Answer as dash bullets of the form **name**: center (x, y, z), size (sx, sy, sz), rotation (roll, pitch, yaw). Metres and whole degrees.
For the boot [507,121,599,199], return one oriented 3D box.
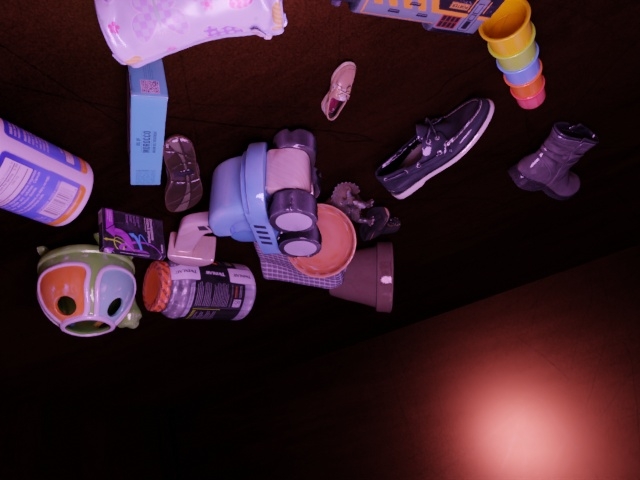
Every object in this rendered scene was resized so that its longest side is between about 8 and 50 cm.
- **boot**: center (0.764, -0.241, 1.397), size (0.338, 0.118, 0.223), rotation (-1, 145, -35)

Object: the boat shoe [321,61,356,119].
- **boat shoe**: center (0.042, -0.309, 0.950), size (0.050, 0.045, 0.135), rotation (-4, 151, -22)

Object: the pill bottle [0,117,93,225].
- **pill bottle**: center (-0.581, -0.138, 0.830), size (0.152, 0.152, 0.272), rotation (-26, 151, 19)

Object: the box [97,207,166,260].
- **box**: center (-0.479, -0.014, 1.159), size (0.029, 0.116, 0.162), rotation (-36, 148, 32)

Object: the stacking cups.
- **stacking cups**: center (0.432, -0.377, 0.970), size (0.096, 0.096, 0.316), rotation (-30, 150, 26)

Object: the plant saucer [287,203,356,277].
- **plant saucer**: center (0.000, 0.000, 1.228), size (0.200, 0.200, 0.037), rotation (-23, 178, 14)

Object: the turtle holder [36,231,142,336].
- **turtle holder**: center (-0.639, 0.150, 1.264), size (0.243, 0.227, 0.320), rotation (-6, 151, -20)

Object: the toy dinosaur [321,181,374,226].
- **toy dinosaur**: center (0.057, -0.084, 1.348), size (0.160, 0.121, 0.313), rotation (23, 152, -25)

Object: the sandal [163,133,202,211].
- **sandal**: center (-0.325, -0.156, 1.044), size (0.090, 0.060, 0.219), rotation (-13, 139, -18)

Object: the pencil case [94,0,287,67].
- **pencil case**: center (-0.188, -0.348, 0.677), size (0.273, 0.113, 0.124), rotation (-13, 131, -2)

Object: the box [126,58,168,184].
- **box**: center (-0.334, -0.218, 0.865), size (0.060, 0.101, 0.244), rotation (-4, 151, -25)

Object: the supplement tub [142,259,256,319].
- **supplement tub**: center (-0.383, 0.155, 1.449), size (0.316, 0.194, 0.193), rotation (11, 143, -42)

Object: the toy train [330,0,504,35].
- **toy train**: center (0.159, -0.425, 0.703), size (0.333, 0.142, 0.190), rotation (-4, 161, -21)

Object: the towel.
- **towel**: center (-0.062, 0.047, 1.385), size (0.283, 0.121, 0.235), rotation (9, 155, 9)

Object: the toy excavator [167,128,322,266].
- **toy excavator**: center (-0.217, -0.067, 1.150), size (0.445, 0.222, 0.433), rotation (-1, 154, 3)

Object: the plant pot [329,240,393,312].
- **plant pot**: center (0.147, 0.131, 1.664), size (0.229, 0.263, 0.263), rotation (1, 153, 4)

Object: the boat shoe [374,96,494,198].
- **boat shoe**: center (0.264, -0.240, 1.126), size (0.113, 0.127, 0.340), rotation (28, 137, -23)

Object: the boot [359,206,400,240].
- **boot**: center (0.220, -0.067, 1.492), size (0.137, 0.077, 0.198), rotation (-11, 166, -19)
